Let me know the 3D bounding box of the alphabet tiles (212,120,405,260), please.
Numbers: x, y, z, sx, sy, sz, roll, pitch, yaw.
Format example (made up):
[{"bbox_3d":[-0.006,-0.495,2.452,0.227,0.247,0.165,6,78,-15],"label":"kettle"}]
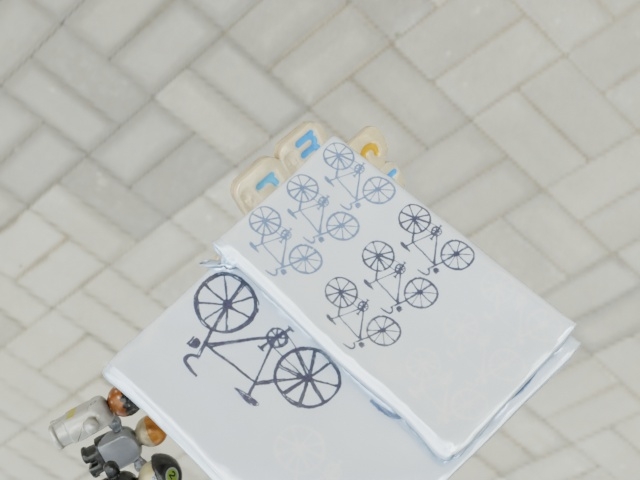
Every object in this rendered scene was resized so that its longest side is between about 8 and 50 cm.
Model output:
[{"bbox_3d":[0.000,0.000,1.410,0.021,0.278,0.284,22,148,51],"label":"alphabet tiles"}]

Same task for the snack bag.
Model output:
[{"bbox_3d":[0.010,0.101,1.060,0.323,0.342,0.037,41,163,21],"label":"snack bag"}]

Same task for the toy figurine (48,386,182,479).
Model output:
[{"bbox_3d":[-0.267,0.317,1.622,0.148,0.209,0.213,-27,146,-2],"label":"toy figurine"}]
